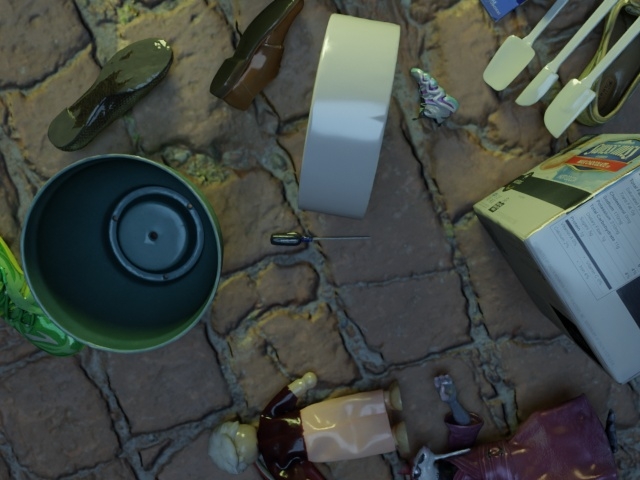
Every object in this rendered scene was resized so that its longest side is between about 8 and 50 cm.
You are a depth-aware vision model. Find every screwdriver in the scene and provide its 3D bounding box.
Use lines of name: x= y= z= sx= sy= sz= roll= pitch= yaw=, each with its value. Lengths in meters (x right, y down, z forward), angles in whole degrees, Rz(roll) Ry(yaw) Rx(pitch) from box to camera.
screwdriver: x=0.000 y=0.000 z=1.155 sx=0.170 sy=0.024 sz=0.025 roll=3 pitch=71 yaw=0

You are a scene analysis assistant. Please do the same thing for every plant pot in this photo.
plant pot: x=-0.283 y=0.006 z=1.078 sx=0.293 sy=0.196 sz=0.293 roll=1 pitch=100 yaw=3

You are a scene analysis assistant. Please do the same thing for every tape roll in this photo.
tape roll: x=0.039 y=-0.176 z=0.990 sx=0.100 sy=0.286 sz=0.286 roll=10 pitch=100 yaw=1

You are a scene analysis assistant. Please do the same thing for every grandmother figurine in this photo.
grandmother figurine: x=-0.025 y=0.335 z=1.164 sx=0.342 sy=0.104 sz=0.208 roll=-9 pitch=59 yaw=5

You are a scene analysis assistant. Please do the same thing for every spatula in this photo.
spatula: x=0.379 y=-0.300 z=1.037 sx=0.168 sy=0.019 sz=0.242 roll=49 pitch=113 yaw=27

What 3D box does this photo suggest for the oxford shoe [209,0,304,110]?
oxford shoe: x=-0.087 y=-0.303 z=1.092 sx=0.076 sy=0.076 sz=0.212 roll=32 pitch=98 yaw=-34

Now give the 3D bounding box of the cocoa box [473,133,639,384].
cocoa box: x=0.400 y=0.000 z=0.972 sx=0.228 sy=0.347 sz=0.231 roll=-34 pitch=96 yaw=7

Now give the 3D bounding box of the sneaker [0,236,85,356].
sneaker: x=-0.520 y=0.095 z=1.140 sx=0.295 sy=0.123 sz=0.109 roll=43 pitch=98 yaw=-6

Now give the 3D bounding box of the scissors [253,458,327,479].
scissors: x=0.002 y=0.457 z=1.237 sx=0.109 sy=0.021 sz=0.297 roll=-42 pitch=97 yaw=6

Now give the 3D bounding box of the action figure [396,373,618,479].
action figure: x=0.313 y=0.379 z=1.160 sx=0.370 sy=0.248 sz=0.275 roll=-12 pitch=142 yaw=17

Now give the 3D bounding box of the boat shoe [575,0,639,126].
boat shoe: x=0.480 y=-0.308 z=1.045 sx=0.105 sy=0.089 sz=0.285 roll=20 pitch=100 yaw=-1

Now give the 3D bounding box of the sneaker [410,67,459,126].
sneaker: x=0.167 y=-0.223 z=1.099 sx=0.098 sy=0.038 sz=0.069 roll=41 pitch=98 yaw=-4

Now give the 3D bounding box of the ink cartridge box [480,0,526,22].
ink cartridge box: x=0.362 y=-0.499 z=1.032 sx=0.333 sy=0.065 sz=0.165 roll=-37 pitch=97 yaw=9

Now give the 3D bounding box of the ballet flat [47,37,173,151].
ballet flat: x=-0.336 y=-0.233 z=1.116 sx=0.250 sy=0.058 sz=0.084 roll=-42 pitch=74 yaw=3
